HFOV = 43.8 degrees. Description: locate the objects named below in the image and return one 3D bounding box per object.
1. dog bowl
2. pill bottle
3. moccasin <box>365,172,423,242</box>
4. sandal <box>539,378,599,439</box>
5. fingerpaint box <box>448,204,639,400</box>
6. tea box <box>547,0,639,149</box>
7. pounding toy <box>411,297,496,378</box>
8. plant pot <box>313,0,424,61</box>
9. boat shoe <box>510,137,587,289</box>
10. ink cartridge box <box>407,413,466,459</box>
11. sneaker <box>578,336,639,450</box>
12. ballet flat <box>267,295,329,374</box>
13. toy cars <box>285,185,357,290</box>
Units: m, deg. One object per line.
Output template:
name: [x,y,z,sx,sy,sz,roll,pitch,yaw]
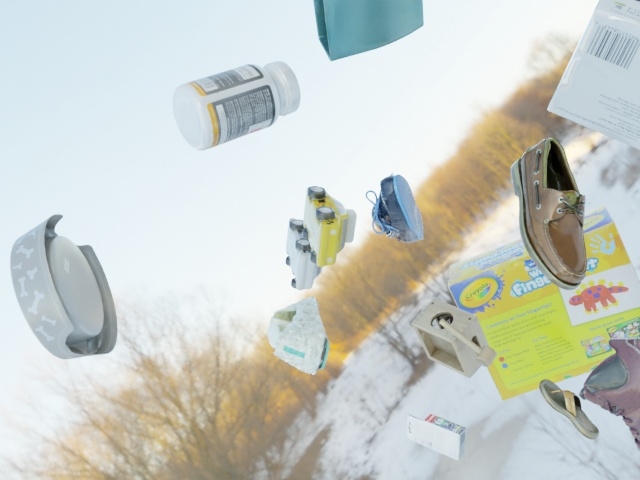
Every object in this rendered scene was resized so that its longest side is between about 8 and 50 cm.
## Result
dog bowl: [-0.596,0.117,1.850,0.102,0.349,0.349,-21,-6,2]
pill bottle: [-0.196,-0.327,1.888,0.278,0.162,0.162,-24,-18,-29]
moccasin: [0.184,-0.058,2.015,0.342,0.116,0.138,56,-149,-62]
sandal: [0.599,0.393,1.890,0.072,0.180,0.049,-22,-28,-52]
fingerpaint box: [0.616,0.168,2.108,0.444,0.371,0.163,-24,13,18]
tea box: [0.623,-0.324,1.372,0.324,0.329,0.220,-55,-15,-38]
pounding toy: [0.307,0.201,1.709,0.094,0.206,0.181,-44,-52,-21]
plant pot: [0.112,-0.537,1.835,0.165,0.234,0.166,-108,8,-56]
boat shoe: [0.441,-0.059,1.501,0.110,0.307,0.104,7,-36,-27]
ink cartridge box: [0.222,0.370,1.526,0.029,0.115,0.063,-31,-53,-45]
sneaker: [0.469,0.271,1.181,0.106,0.162,0.282,-7,-83,-62]
ballet flat: [-0.059,0.209,1.885,0.147,0.147,0.409,-49,5,0]
toy cars: [0.000,0.000,1.547,0.394,0.087,0.177,128,142,-71]
